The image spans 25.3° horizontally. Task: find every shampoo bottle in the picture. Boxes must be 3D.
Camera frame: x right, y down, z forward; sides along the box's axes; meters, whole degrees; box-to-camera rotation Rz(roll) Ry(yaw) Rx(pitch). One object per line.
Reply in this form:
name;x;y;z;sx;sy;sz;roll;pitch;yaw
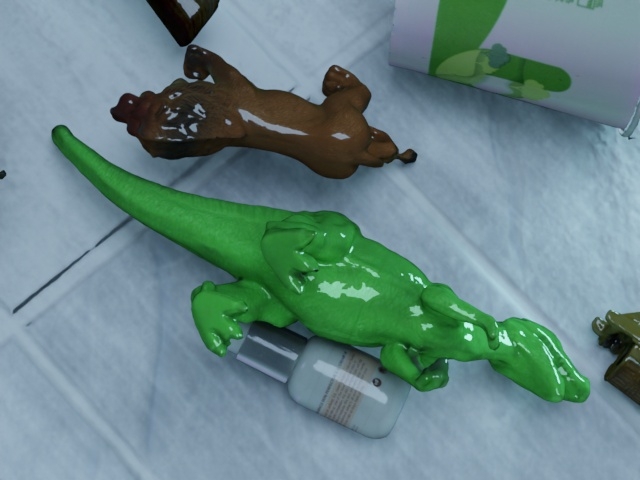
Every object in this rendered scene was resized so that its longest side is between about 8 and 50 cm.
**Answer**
shampoo bottle;-0.010;0.122;1.367;0.192;0.074;0.074;25;68;4

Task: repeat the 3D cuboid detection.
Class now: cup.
cup;0.215;-0.252;1.457;0.273;0.253;0.253;11;68;3

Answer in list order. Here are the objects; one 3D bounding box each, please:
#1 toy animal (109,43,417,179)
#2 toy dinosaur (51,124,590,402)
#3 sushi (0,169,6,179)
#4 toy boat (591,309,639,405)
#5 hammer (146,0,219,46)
toy animal;-0.048;-0.110;1.402;0.312;0.097;0.157;11;31;-4
toy dinosaur;0.000;0.000;1.398;0.374;0.144;0.500;6;27;-45
sushi;-0.421;-0.114;1.297;0.238;0.219;0.225;-6;103;11
toy boat;0.365;0.148;1.416;0.226;0.068;0.088;37;74;4
hammer;-0.233;-0.378;1.423;0.242;0.095;0.409;-41;96;-24
